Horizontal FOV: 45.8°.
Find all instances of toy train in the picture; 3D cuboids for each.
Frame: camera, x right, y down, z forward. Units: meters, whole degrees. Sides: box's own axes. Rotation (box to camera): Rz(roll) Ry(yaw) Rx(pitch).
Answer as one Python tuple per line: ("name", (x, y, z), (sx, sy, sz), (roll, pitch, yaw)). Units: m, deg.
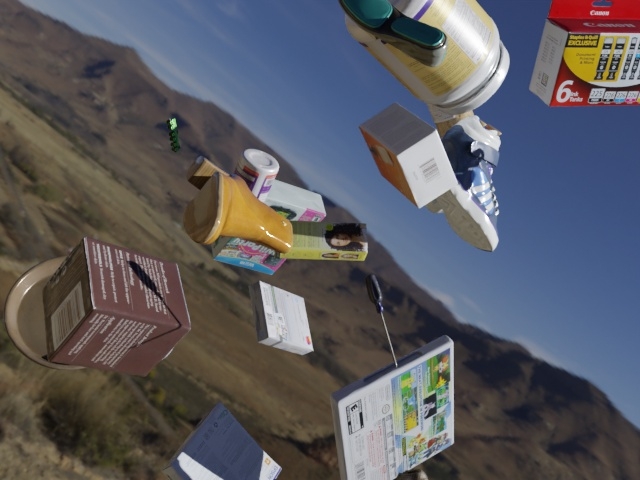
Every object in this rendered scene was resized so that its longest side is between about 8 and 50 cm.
("toy train", (-0.347, -0.250, 1.794), (0.017, 0.023, 0.083), (10, -60, 29))

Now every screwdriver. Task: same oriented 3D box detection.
("screwdriver", (0.110, 0.142, 1.345), (0.025, 0.024, 0.170), (124, -49, -83))

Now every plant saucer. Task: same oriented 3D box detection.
("plant saucer", (-0.537, 0.157, 1.643), (0.278, 0.278, 0.041), (39, -34, 12))

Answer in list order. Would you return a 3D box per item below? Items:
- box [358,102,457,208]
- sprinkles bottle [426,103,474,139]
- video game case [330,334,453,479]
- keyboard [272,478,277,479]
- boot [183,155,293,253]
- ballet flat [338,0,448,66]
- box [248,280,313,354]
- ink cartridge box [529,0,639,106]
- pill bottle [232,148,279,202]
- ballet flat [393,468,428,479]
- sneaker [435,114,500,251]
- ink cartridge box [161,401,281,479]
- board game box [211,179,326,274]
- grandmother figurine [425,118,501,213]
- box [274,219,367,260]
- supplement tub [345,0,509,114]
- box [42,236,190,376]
("box", (0.164, -0.163, 1.437), (0.130, 0.091, 0.170), (60, -5, -34))
("sprinkles bottle", (0.360, -0.400, 2.156), (0.355, 0.121, 0.121), (66, -9, -13))
("video game case", (0.167, 0.395, 1.660), (0.036, 0.299, 0.329), (40, -34, 48))
("keyboard", (-0.056, 0.547, 1.454), (0.108, 0.023, 0.180), (-92, 158, -79))
("boot", (-0.130, -0.034, 1.331), (0.211, 0.104, 0.295), (36, 15, -25))
("ballet flat", (0.116, -0.352, 1.267), (0.213, 0.072, 0.068), (34, -20, 18))
("box", (-0.093, 0.188, 1.819), (0.186, 0.038, 0.145), (26, 46, -52))
("ink cartridge box", (0.746, -0.505, 2.007), (0.309, 0.272, 0.130), (-4, 34, -13))
("pill bottle", (-0.194, -0.140, 2.042), (0.108, 0.194, 0.108), (20, 29, -12))
("ballet flat", (0.120, 0.553, 1.573), (0.084, 0.250, 0.058), (37, 17, -40))
("sneaker", (0.397, -0.151, 1.859), (0.130, 0.236, 0.323), (16, -27, 52))
("ink cartridge box", (-0.218, 0.517, 1.709), (0.224, 0.045, 0.223), (49, 36, -6))
("board game box", (-0.162, -0.040, 2.309), (0.224, 0.303, 0.098), (17, 43, -34))
("grandmother figurine", (0.465, -0.234, 2.511), (0.207, 0.342, 0.104), (32, 17, -3))
("box", (0.000, 0.000, 1.916), (0.232, 0.087, 0.058), (1, -26, -6))
("supplement tub", (0.240, -0.452, 1.663), (0.331, 0.241, 0.241), (35, 1, -36))
("box", (-0.379, 0.127, 1.401), (0.203, 0.168, 0.167), (20, 36, -41))
